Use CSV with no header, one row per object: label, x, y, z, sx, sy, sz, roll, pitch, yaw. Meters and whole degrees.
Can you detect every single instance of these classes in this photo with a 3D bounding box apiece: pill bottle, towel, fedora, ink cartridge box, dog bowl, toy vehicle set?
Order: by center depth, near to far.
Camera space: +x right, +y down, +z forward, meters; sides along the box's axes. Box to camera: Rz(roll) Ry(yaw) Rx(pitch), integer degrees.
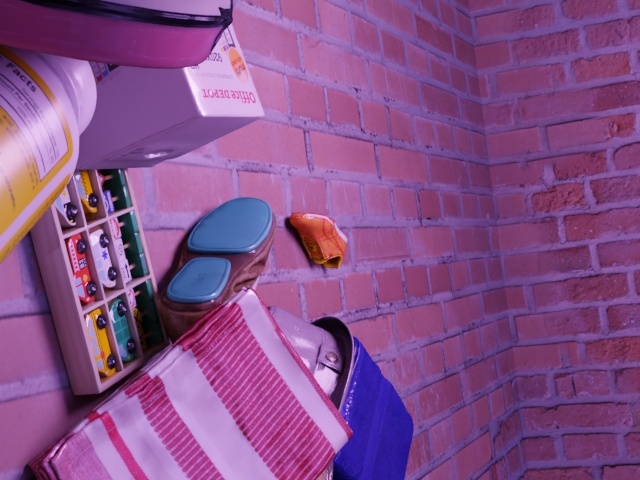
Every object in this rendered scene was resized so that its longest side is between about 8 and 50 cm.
pill bottle,-0.319,-0.063,0.904,0.334,0.188,0.188,-65,141,-53
dog bowl,-0.245,-0.262,0.922,0.408,0.408,0.150,-28,136,-66
towel,-0.125,0.232,1.200,0.329,0.037,0.237,-41,104,-33
ink cartridge box,-0.200,-0.213,1.212,0.171,0.168,0.233,-16,85,-68
toy vehicle set,-0.253,0.021,1.234,0.166,0.035,0.267,-37,117,-65
fedora,-0.073,0.190,1.432,0.124,0.243,0.275,38,43,-19
towel,0.068,0.332,1.868,0.308,0.076,0.228,56,41,-48

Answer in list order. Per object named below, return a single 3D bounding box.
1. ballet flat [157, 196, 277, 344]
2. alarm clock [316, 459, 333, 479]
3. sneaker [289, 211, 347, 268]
ballet flat,-0.128,0.058,1.416,0.342,0.116,0.124,-75,167,-65
alarm clock,-0.035,0.311,1.625,0.129,0.064,0.192,-43,124,-63
sneaker,0.000,0.000,1.817,0.175,0.064,0.067,40,56,-54
